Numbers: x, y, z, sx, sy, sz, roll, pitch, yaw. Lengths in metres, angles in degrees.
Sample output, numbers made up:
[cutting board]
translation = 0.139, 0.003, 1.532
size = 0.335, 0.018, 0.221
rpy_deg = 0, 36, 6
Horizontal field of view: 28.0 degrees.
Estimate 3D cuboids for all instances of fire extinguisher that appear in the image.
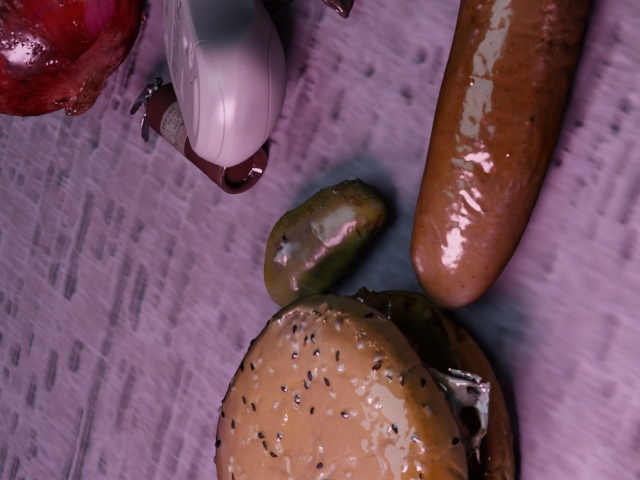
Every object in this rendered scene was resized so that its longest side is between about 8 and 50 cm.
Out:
[fire extinguisher]
translation = -0.166, -0.132, 1.600
size = 0.231, 0.071, 0.099
rpy_deg = 38, 122, 35

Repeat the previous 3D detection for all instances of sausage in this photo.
[sausage]
translation = 0.177, -0.163, 1.240
size = 0.136, 0.123, 0.500
rpy_deg = 30, 114, 56

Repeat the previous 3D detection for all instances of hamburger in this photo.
[hamburger]
translation = 0.047, 0.189, 1.336
size = 0.318, 0.195, 0.276
rpy_deg = 18, 106, 40

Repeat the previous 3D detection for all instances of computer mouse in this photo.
[computer mouse]
translation = -0.108, -0.220, 1.492
size = 0.297, 0.121, 0.184
rpy_deg = -109, 17, -48

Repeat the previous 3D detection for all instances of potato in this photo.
[potato]
translation = 0.000, 0.000, 1.444
size = 0.188, 0.085, 0.105
rpy_deg = -38, 69, 33

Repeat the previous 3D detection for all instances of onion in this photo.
[onion]
translation = -0.358, -0.280, 1.644
size = 0.276, 0.276, 0.276
rpy_deg = 2, 94, 43

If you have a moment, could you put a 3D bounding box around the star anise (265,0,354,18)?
[star anise]
translation = -0.032, -0.378, 1.413
size = 0.282, 0.129, 0.212
rpy_deg = 53, 145, -14
